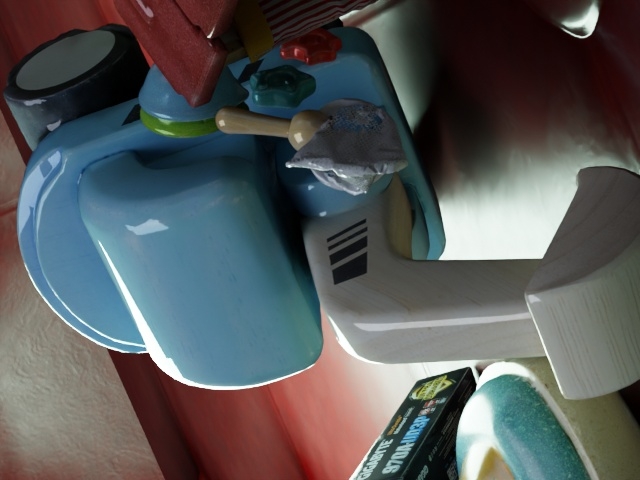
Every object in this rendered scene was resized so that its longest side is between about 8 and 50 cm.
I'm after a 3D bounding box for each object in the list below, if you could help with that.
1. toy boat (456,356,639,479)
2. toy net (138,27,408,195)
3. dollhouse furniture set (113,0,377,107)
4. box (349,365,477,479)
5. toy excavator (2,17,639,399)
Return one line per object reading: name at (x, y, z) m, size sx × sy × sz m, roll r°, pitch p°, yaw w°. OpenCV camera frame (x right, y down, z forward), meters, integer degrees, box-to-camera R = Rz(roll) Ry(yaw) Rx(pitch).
toy boat at (0.178, 0.220, 1.292) m, size 0.318 × 0.148 × 0.268 m, roll 39°, pitch 149°, yaw 54°
toy net at (-0.013, -0.079, 1.233) m, size 0.232 × 0.122 × 0.045 m, roll 33°, pitch 137°, yaw 43°
dollhouse furniture set at (-0.089, -0.287, 1.226) m, size 0.374 × 0.201 × 0.152 m, roll 53°, pitch 153°, yaw 17°
box at (0.096, 0.214, 1.473) m, size 0.175 × 0.051 × 0.220 m, roll 69°, pitch -158°, yaw -12°
toy excavator at (0.000, 0.000, 1.308) m, size 0.445 × 0.432 × 0.222 m, roll -94°, pitch -17°, yaw -58°
